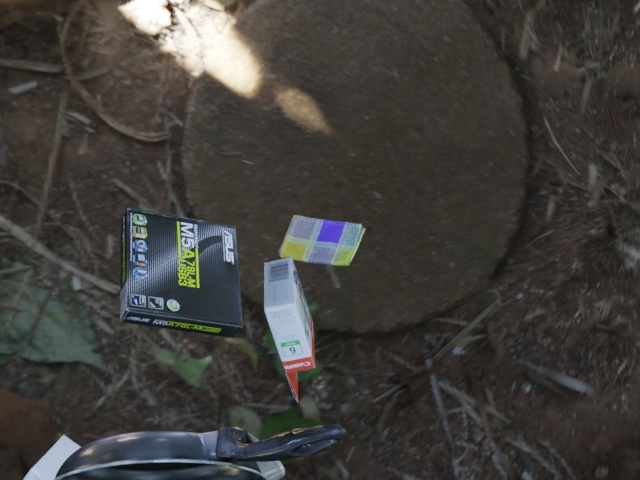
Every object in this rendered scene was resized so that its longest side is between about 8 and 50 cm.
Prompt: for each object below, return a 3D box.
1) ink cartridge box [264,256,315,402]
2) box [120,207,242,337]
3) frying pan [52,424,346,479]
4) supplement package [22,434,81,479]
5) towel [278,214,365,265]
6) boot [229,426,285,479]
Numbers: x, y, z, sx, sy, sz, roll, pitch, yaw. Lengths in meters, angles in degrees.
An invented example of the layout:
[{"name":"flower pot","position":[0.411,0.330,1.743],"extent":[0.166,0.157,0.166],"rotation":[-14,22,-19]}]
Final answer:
[{"name":"ink cartridge box","position":[-0.022,0.078,0.855],"extent":[0.029,0.063,0.115],"rotation":[-12,126,6]},{"name":"box","position":[-0.215,0.050,1.523],"extent":[0.045,0.184,0.191],"rotation":[127,146,-47]},{"name":"frying pan","position":[-0.124,0.184,0.837],"extent":[0.197,0.326,0.053],"rotation":[5,61,-19]},{"name":"supplement package","position":[-0.437,0.457,1.556],"extent":[0.139,0.134,0.244],"rotation":[36,104,-2]},{"name":"towel","position":[0.000,0.000,1.050],"extent":[0.083,0.009,0.060],"rotation":[10,53,21]},{"name":"boot","position":[-0.125,0.305,1.097],"extent":[0.189,0.208,0.076],"rotation":[38,130,38]}]
